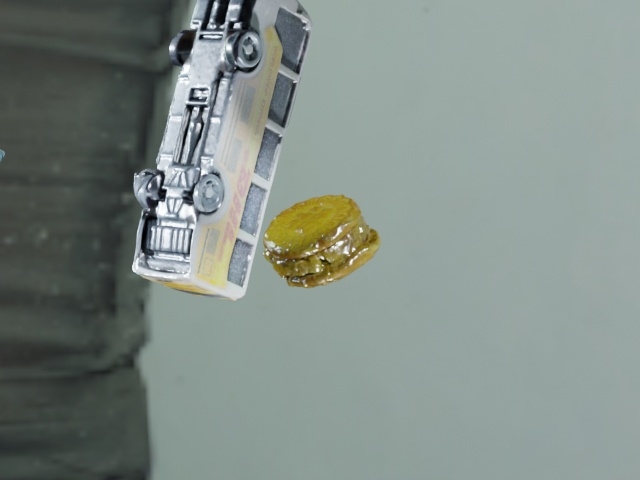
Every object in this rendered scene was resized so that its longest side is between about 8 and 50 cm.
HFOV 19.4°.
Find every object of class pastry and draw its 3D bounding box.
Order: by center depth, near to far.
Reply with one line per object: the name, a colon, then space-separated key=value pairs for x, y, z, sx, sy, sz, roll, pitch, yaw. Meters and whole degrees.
pastry: x=0.000 y=0.000 z=1.724 sx=0.109 sy=0.097 sz=0.057 roll=-12 pitch=115 yaw=28

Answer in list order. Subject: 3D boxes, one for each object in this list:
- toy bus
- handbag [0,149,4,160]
toy bus: x=-0.103 y=-0.111 z=1.996 sx=0.097 sy=0.138 sz=0.342 roll=5 pitch=76 yaw=40
handbag: x=-0.391 y=-0.002 z=1.640 sx=0.229 sy=0.062 sz=0.179 roll=-32 pitch=27 yaw=26
